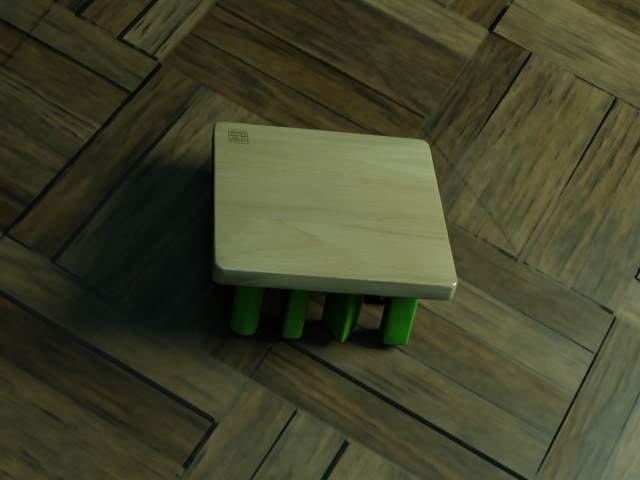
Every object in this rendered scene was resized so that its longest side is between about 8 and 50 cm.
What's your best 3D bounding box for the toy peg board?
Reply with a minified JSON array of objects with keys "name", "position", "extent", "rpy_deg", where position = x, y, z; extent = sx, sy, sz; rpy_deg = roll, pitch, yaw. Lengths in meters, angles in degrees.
[{"name":"toy peg board","position":[0.000,0.000,0.932],"extent":[0.161,0.079,0.160],"rpy_deg":[5,40,-9]}]
